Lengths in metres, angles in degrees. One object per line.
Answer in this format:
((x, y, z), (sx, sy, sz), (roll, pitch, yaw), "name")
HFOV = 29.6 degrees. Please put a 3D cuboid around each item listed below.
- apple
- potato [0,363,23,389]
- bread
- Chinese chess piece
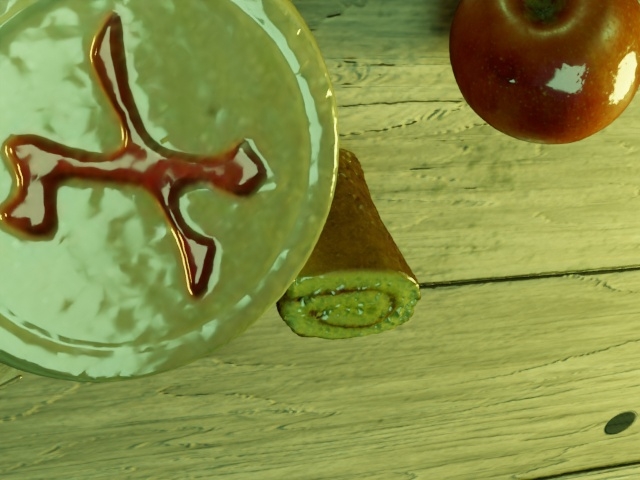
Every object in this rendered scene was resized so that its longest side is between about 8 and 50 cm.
((0.187, -0.163, 1.003), (0.163, 0.163, 0.139), (-25, 146, -2), "apple")
((-0.255, 0.030, 1.018), (0.243, 0.098, 0.138), (-40, 150, -11), "potato")
((0.000, 0.000, 1.057), (0.132, 0.172, 0.103), (-1, 132, -24), "bread")
((-0.152, -0.065, 0.869), (0.338, 0.140, 0.338), (-9, 111, -25), "Chinese chess piece")
